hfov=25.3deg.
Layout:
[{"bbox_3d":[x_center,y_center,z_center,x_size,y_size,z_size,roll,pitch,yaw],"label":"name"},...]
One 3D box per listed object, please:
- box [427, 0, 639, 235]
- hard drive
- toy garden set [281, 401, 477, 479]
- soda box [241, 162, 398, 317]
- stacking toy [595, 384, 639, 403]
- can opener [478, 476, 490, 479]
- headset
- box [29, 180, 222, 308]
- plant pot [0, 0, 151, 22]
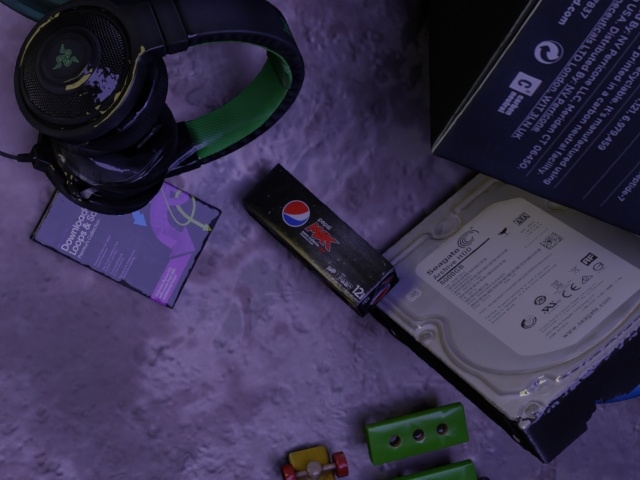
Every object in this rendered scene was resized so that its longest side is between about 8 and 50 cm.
[{"bbox_3d":[0.366,-0.242,1.324,0.472,0.480,0.297,20,132,-14],"label":"box"},{"bbox_3d":[0.202,0.049,1.406,0.237,0.339,0.064,-39,123,-7],"label":"hard drive"},{"bbox_3d":[0.073,0.309,1.546,0.204,0.049,0.244,-13,102,-10],"label":"toy garden set"},{"bbox_3d":[0.000,0.000,1.455,0.169,0.053,0.060,43,83,17],"label":"soda box"},{"bbox_3d":[0.316,0.016,1.543,0.166,0.175,0.301,-12,87,-16],"label":"stacking toy"},{"bbox_3d":[0.210,0.342,1.587,0.059,0.073,0.186,-31,101,29],"label":"can opener"},{"bbox_3d":[-0.197,-0.093,1.311,0.394,0.243,0.185,-17,67,-9],"label":"headset"},{"bbox_3d":[-0.197,-0.016,1.454,0.162,0.029,0.116,27,87,-13],"label":"box"},{"bbox_3d":[-0.181,-0.362,1.272,0.341,0.334,0.341,-1,95,-14],"label":"plant pot"}]
